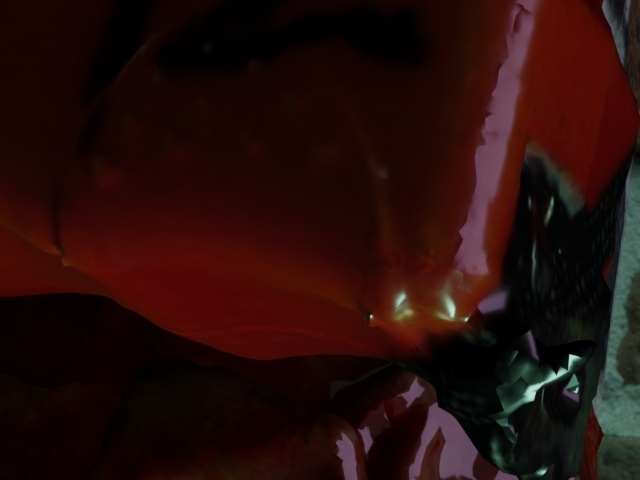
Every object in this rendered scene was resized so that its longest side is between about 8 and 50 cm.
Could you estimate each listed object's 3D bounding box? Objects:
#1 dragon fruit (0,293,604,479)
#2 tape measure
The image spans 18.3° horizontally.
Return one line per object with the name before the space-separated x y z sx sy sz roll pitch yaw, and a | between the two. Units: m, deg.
dragon fruit | -0.032 0.086 0.538 0.244 0.244 0.299 78 3 -48
tape measure | -0.039 -0.097 0.405 0.114 0.253 0.260 39 62 -67
